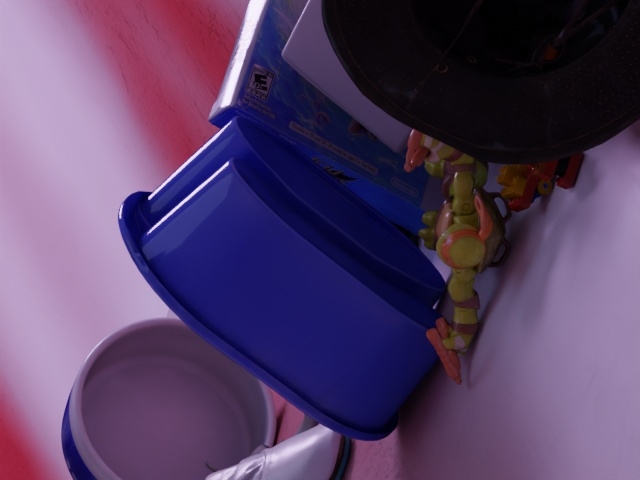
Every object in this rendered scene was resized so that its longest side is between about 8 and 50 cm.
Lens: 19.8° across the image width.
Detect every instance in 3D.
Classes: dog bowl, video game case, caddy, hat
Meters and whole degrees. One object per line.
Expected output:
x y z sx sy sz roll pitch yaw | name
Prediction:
-0.196 0.237 2.352 0.104 0.265 0.265 121 166 -55 | dog bowl
0.041 -0.172 1.907 0.061 0.269 0.244 -28 41 54 | video game case
-0.034 0.047 1.736 0.179 0.341 0.241 -47 16 18 | caddy
0.175 -0.199 1.468 0.134 0.331 0.331 29 -100 -61 | hat

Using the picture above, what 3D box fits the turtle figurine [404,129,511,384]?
0.125 -0.025 1.629 0.217 0.087 0.269 -82 -16 -74 | turtle figurine

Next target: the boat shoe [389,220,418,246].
0.052 -0.035 1.984 0.113 0.127 0.340 124 162 -48 | boat shoe

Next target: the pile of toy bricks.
0.180 -0.141 1.566 0.118 0.105 0.212 152 138 -75 | pile of toy bricks

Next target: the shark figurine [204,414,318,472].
-0.069 0.249 2.096 0.278 0.116 0.166 122 164 -55 | shark figurine

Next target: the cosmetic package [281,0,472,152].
0.157 -0.316 1.687 0.230 0.161 0.453 -42 -11 -43 | cosmetic package

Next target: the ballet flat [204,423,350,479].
-0.100 0.335 2.023 0.139 0.139 0.400 -81 16 -52 | ballet flat
